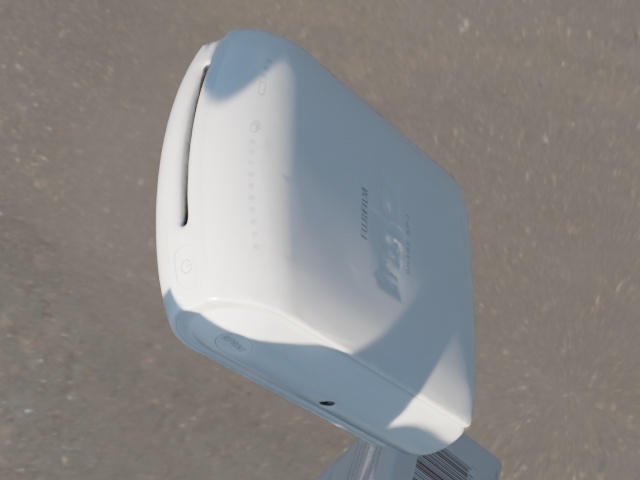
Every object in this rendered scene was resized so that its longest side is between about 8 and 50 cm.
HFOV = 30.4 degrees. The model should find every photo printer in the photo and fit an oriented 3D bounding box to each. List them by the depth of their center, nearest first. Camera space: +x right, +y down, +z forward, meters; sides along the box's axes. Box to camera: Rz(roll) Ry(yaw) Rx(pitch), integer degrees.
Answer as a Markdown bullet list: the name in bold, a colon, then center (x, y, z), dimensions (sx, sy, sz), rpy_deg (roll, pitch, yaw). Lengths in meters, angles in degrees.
- **photo printer**: center (0.000, 0.000, 0.909), dimensions (0.107, 0.307, 0.256), rpy_deg (-21, 51, 33)

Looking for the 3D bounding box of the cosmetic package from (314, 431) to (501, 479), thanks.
- **cosmetic package**: center (0.018, 0.429, 1.500), dimensions (0.161, 0.230, 0.453), rpy_deg (38, 121, -8)
